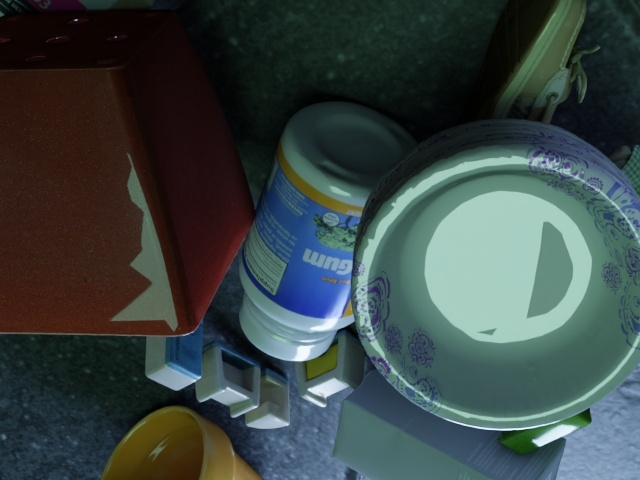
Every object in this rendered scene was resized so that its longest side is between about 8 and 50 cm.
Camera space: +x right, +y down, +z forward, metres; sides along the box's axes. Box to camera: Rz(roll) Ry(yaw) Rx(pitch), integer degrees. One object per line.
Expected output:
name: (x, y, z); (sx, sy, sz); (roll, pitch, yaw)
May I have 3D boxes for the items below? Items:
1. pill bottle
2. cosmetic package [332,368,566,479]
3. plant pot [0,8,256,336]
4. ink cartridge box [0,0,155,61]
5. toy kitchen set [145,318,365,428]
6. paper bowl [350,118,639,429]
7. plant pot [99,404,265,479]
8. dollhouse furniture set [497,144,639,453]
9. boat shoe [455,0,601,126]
pill bottle: (0.000, 0.000, 1.439); (0.152, 0.152, 0.272); (19, 130, -2)
cosmetic package: (0.146, 0.239, 1.563); (0.238, 0.127, 0.107); (25, 126, 25)
plant pot: (-0.226, -0.079, 1.266); (0.267, 0.267, 0.235); (1, 115, 11)
ink cartridge box: (-0.295, -0.276, 1.325); (0.235, 0.088, 0.193); (42, 127, -20)
toy kitchen set: (-0.074, 0.115, 1.600); (0.166, 0.122, 0.207); (-28, 138, 31)
paper bowl: (0.171, 0.024, 1.280); (0.284, 0.148, 0.284); (1, 112, 2)
plant pot: (-0.154, 0.343, 1.742); (0.205, 0.205, 0.188); (-28, 133, 31)
dollhouse furniture set: (0.262, 0.068, 1.408); (0.302, 0.151, 0.198); (-32, 129, 32)
boat shoe: (0.202, -0.145, 1.314); (0.089, 0.104, 0.285); (12, 143, -8)
